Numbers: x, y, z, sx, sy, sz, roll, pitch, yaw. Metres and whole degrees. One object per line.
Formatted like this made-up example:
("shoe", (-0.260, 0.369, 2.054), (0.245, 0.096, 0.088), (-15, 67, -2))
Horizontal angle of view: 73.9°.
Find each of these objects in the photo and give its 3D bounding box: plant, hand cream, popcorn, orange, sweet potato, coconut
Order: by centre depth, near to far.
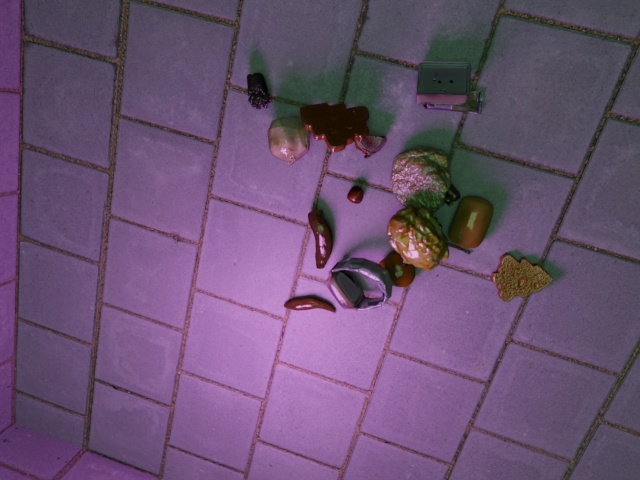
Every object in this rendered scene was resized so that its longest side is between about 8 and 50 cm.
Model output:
("hand cream", (0.515, -0.542, 1.668), (0.235, 0.055, 0.086), (2, 104, 5))
("popcorn", (0.398, -0.008, 1.740), (0.215, 0.252, 0.286), (-33, 103, 5))
("coconut", (-0.130, -0.410, 1.764), (0.194, 0.194, 0.194), (3, 106, 10))
("plant", (-0.260, -0.623, 1.778), (0.094, 0.092, 0.143), (-7, 98, 5))
("orange", (0.342, 0.130, 1.862), (0.170, 0.112, 0.160), (16, 108, -6))
("sweet potato", (0.005, -0.002, 1.909), (0.112, 0.085, 0.286), (17, 125, 42))
("sweet potato", (-0.054, 0.305, 2.015), (0.255, 0.058, 0.078), (2, 122, 8))

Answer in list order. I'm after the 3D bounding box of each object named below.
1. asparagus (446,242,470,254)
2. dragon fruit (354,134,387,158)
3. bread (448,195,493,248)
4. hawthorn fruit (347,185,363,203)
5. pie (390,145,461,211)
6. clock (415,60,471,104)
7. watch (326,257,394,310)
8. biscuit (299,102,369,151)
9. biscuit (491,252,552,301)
("asparagus", (0.585, 0.031, 1.829), (0.127, 0.015, 0.018), (22, 118, 5))
("dragon fruit", (0.192, -0.389, 1.749), (0.147, 0.102, 0.096), (10, 109, 4))
("bread", (0.622, -0.071, 1.752), (0.147, 0.098, 0.217), (13, 109, 4))
("hawthorn fruit", (0.150, -0.196, 1.825), (0.077, 0.077, 0.077), (3, 106, 10))
("pie", (0.416, -0.244, 1.741), (0.257, 0.105, 0.274), (-15, 102, 24))
("clock", (0.465, -0.599, 1.615), (0.192, 0.071, 0.147), (4, 75, 10))
("watch", (0.181, 0.186, 1.843), (0.241, 0.162, 0.253), (-31, 99, 39))
("biscuit", (0.048, -0.472, 1.706), (0.306, 0.284, 0.043), (27, 150, 19))
("biscuit", (0.850, 0.158, 1.800), (0.238, 0.041, 0.212), (0, 100, 11))
